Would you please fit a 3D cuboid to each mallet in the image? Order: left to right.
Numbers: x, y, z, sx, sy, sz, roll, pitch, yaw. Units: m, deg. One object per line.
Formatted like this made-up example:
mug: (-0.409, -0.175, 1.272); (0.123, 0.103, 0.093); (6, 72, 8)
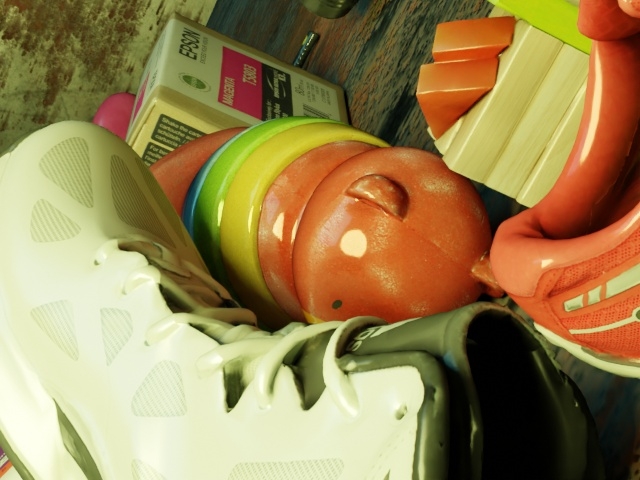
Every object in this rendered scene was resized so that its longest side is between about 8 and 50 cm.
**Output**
mallet: (-0.051, -0.171, 1.284); (0.189, 0.039, 0.062); (-60, 15, 11)

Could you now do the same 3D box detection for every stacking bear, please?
stacking bear: (0.000, 0.000, 0.660); (0.164, 0.175, 0.289); (-53, 22, -13)

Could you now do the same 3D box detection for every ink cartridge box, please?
ink cartridge box: (-0.073, -0.103, 0.958); (0.088, 0.193, 0.234); (-59, 18, 25)

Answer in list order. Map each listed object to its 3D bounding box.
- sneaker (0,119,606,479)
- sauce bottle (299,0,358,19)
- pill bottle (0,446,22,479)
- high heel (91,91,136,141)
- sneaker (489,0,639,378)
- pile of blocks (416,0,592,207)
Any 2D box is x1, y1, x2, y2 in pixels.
sneaker: (-0.017, 0.063, 0.481); (0.257, 0.169, 0.447); (-45, 54, 28)
sauce bottle: (0.074, -0.328, 0.946); (0.344, 0.111, 0.111); (-48, 24, 53)
pill bottle: (-0.165, 0.196, 0.729); (0.323, 0.182, 0.181); (0, 68, 69)
high heel: (-0.130, 0.016, 0.932); (0.181, 0.127, 0.377); (132, 122, -67)
sneaker: (0.147, -0.080, 0.332); (0.279, 0.118, 0.107); (-64, 16, 12)
pile of blocks: (0.141, -0.170, 0.491); (0.362, 0.113, 0.149); (-53, 21, 40)
